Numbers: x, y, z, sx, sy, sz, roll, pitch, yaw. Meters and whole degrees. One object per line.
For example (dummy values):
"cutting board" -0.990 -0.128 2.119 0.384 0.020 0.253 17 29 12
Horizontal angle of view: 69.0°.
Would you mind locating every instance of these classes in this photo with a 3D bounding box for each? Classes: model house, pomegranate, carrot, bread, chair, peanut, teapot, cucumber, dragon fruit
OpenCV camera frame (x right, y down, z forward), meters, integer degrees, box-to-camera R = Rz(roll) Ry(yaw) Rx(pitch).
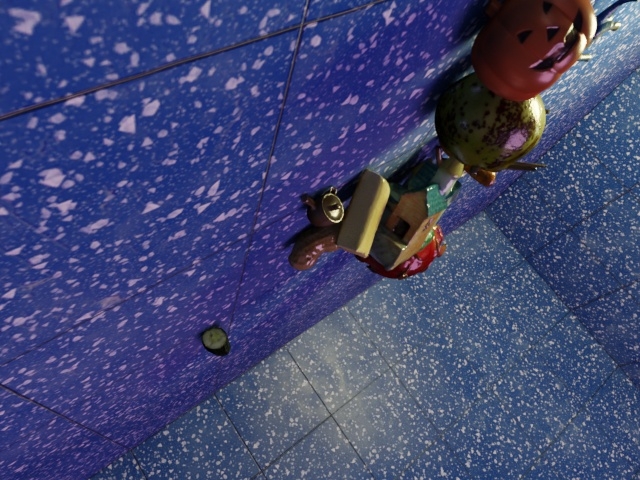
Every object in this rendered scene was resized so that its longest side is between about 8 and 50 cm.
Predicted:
"model house" 0.248 -0.124 1.221 0.267 0.194 0.325 -23 151 -51
"pomegranate" 0.368 -0.268 0.928 0.276 0.204 0.222 -40 173 18
"carrot" 0.378 -0.209 1.197 0.060 0.186 0.060 -40 172 -7
"bread" 0.102 -0.059 1.093 0.125 0.068 0.189 34 75 -73
"chair" 0.461 -0.277 1.269 0.271 0.167 0.188 5 -166 33
"peanut" 0.001 0.002 1.155 0.192 0.089 0.089 -37 166 -1
"teapot" -0.005 -0.078 0.985 0.110 0.085 0.080 20 152 -40
"cucumber" -0.317 0.320 1.443 0.074 0.075 0.241 -33 167 -17
"dragon fruit" 0.285 0.025 1.644 0.314 0.251 0.250 3 144 -33

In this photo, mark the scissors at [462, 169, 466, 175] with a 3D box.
"scissors" 0.550 -0.281 1.738 0.100 0.015 0.189 -37 165 12

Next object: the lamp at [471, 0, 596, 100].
"lamp" 0.331 -0.330 0.751 0.188 0.163 0.188 -51 -174 8

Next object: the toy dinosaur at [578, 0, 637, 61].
"toy dinosaur" 0.634 -0.495 1.150 0.188 0.075 0.248 -23 168 -21
